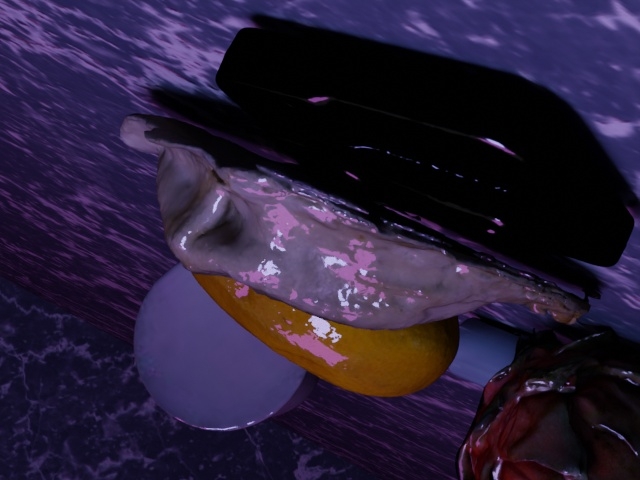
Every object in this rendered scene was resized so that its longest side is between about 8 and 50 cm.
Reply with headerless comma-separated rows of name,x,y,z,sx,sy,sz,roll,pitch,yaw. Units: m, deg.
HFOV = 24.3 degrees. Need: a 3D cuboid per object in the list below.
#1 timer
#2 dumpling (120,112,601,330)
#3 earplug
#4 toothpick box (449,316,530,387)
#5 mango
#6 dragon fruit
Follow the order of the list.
timer,0.049,-0.040,0.733,0.187,0.055,0.144,19,166,36
dumpling,0.000,0.003,0.907,0.332,0.086,0.166,20,-172,15
earplug,-0.071,0.117,1.537,0.172,0.172,0.301,24,175,12
toothpick box,0.147,0.096,1.161,0.083,0.052,0.052,20,168,38
mango,-0.001,0.036,1.087,0.227,0.109,0.147,28,-166,-9
dragon fruit,0.186,0.151,1.022,0.182,0.182,0.188,27,175,-5
